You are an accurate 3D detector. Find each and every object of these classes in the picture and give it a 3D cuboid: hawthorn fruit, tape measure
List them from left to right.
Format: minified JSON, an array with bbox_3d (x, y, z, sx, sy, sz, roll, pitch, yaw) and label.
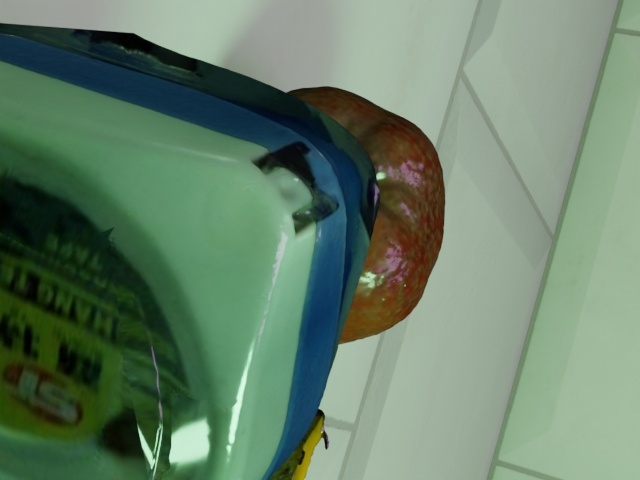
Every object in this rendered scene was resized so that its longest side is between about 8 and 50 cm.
[{"bbox_3d":[-0.128,0.033,0.542,0.138,0.259,0.262,-22,128,-63],"label":"tape measure"},{"bbox_3d":[0.000,0.000,0.911,0.262,0.210,0.210,92,21,-62],"label":"hawthorn fruit"}]

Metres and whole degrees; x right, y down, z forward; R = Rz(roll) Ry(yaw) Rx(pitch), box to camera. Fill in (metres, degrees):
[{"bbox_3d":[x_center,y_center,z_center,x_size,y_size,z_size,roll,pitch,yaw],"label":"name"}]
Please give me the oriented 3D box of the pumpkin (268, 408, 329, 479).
[{"bbox_3d":[-0.065,0.274,0.979,0.280,0.139,0.190,-69,153,-11],"label":"pumpkin"}]
